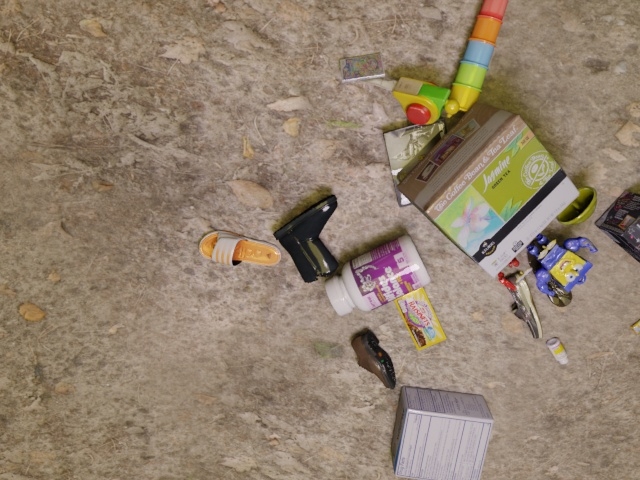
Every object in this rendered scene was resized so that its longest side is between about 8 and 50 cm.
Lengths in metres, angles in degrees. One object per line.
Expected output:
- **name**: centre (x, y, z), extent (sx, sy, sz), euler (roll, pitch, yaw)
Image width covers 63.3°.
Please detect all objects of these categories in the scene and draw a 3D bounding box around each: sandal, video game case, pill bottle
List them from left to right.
- **sandal**: centre (-0.258, 0.034, 1.646), extent (0.264, 0.076, 0.102), euler (7, 106, 1)
- **video game case**: centre (0.118, -0.491, 1.477), extent (0.121, 0.087, 0.011), euler (-7, 150, 5)
- **pill bottle**: centre (0.171, 0.117, 1.599), extent (0.301, 0.169, 0.169), euler (-27, 103, 10)
- **sandal**: centre (0.712, 0.100, 1.615), extent (0.089, 0.060, 0.220), euler (-27, 85, 12)
- **pill bottle**: centre (0.779, 0.364, 1.701), extent (0.043, 0.043, 0.083), euler (-32, 102, 11)

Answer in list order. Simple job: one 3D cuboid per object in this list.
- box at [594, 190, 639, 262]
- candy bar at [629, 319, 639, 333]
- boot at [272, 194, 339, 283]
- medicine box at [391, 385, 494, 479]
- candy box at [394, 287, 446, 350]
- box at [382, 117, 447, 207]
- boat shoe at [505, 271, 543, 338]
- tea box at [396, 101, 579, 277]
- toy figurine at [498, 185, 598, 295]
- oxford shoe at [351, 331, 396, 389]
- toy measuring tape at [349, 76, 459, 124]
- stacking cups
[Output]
- **box**: centre (0.974, -0.012, 1.520), extent (0.247, 0.163, 0.142), euler (38, 101, -8)
- **candy bar**: centre (1.064, 0.238, 1.662), extent (0.040, 0.018, 0.161), euler (41, 105, -5)
- **boot**: centre (0.000, 0.000, 1.611), extent (0.246, 0.094, 0.207), euler (-34, 98, 19)
- **medicine box**: centre (0.403, 0.658, 1.753), extent (0.288, 0.149, 0.264), euler (7, 106, 1)
- **candy box**: centre (0.326, 0.254, 1.704), extent (0.105, 0.027, 0.206), euler (-26, 103, 7)
- **box**: centre (0.299, -0.232, 1.549), extent (0.182, 0.056, 0.231), euler (-13, 105, 6)
- **boat shoe**: centre (0.643, 0.212, 1.651), extent (0.073, 0.080, 0.224), euler (-20, 99, 14)
- **tea box**: centre (0.452, -0.139, 1.429), extent (0.323, 0.220, 0.329), euler (38, 99, -25)
- **toy figurine**: centre (0.716, 0.035, 1.540), extent (0.217, 0.191, 0.363), euler (36, 99, -12)
- **oxford shoe**: centre (0.178, 0.408, 1.740), extent (0.096, 0.083, 0.227), euler (-25, 104, 30)
- **toy measuring tape**: centre (0.234, -0.402, 1.477), extent (0.329, 0.121, 0.122), euler (20, 108, 22)
- **stacking cups**: centre (0.431, -0.519, 1.444), extent (0.095, 0.096, 0.317), euler (13, 104, -1)
